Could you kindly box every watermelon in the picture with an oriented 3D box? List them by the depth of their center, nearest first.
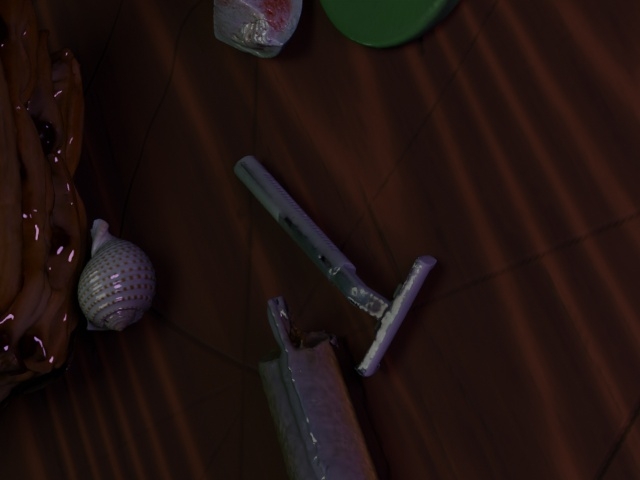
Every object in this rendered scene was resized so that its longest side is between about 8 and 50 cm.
[{"bbox_3d":[-0.049,-0.161,1.278,0.085,0.061,0.085,-32,49,47],"label":"watermelon"}]

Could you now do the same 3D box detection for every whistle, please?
[{"bbox_3d":[0.019,0.176,1.114,0.057,0.068,0.326,-18,58,0],"label":"whistle"}]

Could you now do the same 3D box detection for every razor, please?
[{"bbox_3d":[-0.006,-0.002,1.209,0.211,0.036,0.084,44,112,45],"label":"razor"}]

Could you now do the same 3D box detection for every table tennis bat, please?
[{"bbox_3d":[0.034,-0.244,1.225,0.160,0.039,0.257,-42,57,36],"label":"table tennis bat"}]

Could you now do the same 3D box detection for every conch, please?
[{"bbox_3d":[-0.148,0.030,1.354,0.076,0.057,0.085,116,166,-57],"label":"conch"}]

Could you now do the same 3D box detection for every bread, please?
[{"bbox_3d":[-0.280,-0.029,1.438,0.277,0.167,0.324,-23,73,44],"label":"bread"}]
